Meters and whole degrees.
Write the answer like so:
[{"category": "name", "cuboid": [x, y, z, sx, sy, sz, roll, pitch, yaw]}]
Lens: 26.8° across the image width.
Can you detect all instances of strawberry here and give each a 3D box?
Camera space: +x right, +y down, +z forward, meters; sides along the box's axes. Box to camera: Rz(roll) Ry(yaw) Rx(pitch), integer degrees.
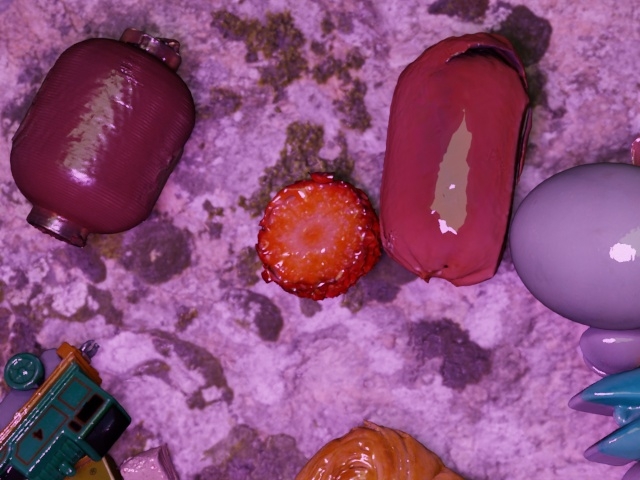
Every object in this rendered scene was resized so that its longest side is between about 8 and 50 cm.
[{"category": "strawberry", "cuboid": [0.000, 0.000, 1.464, 0.145, 0.086, 0.145, -3, 76, 12]}]

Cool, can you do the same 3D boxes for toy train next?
[{"category": "toy train", "cuboid": [-0.296, 0.205, 1.432, 0.136, 0.091, 0.227, 28, 70, 26]}]

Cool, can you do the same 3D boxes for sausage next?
[{"category": "sausage", "cuboid": [0.145, -0.089, 1.437, 0.152, 0.152, 0.279, 8, 79, 9]}]

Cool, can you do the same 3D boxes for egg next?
[{"category": "egg", "cuboid": [0.287, 0.005, 1.355, 0.168, 0.231, 0.168, -4, 97, -33]}]

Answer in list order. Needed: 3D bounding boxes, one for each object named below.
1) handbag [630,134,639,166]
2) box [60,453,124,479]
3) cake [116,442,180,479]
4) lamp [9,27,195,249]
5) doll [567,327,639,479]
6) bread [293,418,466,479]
[{"category": "handbag", "cuboid": [0.423, -0.026, 1.416, 0.157, 0.059, 0.212, -15, 76, 20]}, {"category": "box", "cuboid": [-0.236, 0.385, 1.385, 0.173, 0.043, 0.311, -31, 58, 0]}, {"category": "cake", "cuboid": [-0.169, 0.282, 1.439, 0.052, 0.065, 0.121, -25, 82, 4]}, {"category": "lamp", "cuboid": [-0.239, -0.117, 1.486, 0.180, 0.180, 0.258, 24, 80, 12]}, {"category": "doll", "cuboid": [0.370, 0.186, 1.363, 0.258, 0.153, 0.194, 17, 61, -6]}, {"category": "bread", "cuboid": [0.072, 0.309, 1.369, 0.236, 0.120, 0.198, 40, 83, 14]}]
